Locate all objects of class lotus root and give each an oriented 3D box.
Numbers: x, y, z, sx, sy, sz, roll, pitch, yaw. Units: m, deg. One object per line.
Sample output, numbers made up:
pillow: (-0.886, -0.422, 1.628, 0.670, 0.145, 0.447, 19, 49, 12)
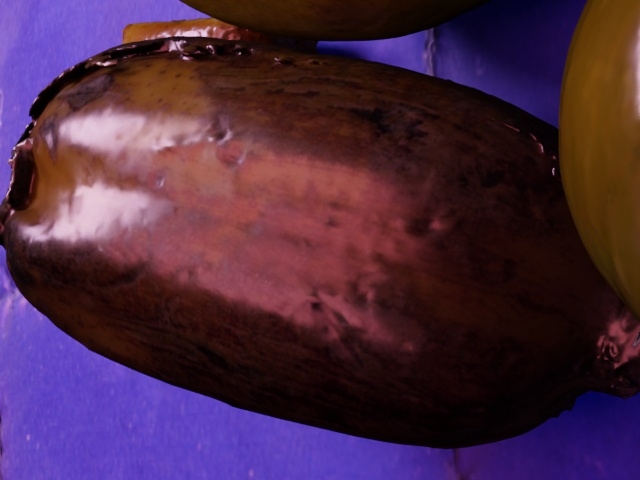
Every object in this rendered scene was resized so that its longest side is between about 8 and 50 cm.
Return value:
lotus root: (0.000, 0.000, 0.913, 0.397, 0.179, 0.196, 15, 104, 25)

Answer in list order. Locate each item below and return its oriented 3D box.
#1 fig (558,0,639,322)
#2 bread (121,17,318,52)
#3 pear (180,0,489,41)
fig: (0.251, -0.051, 0.608, 0.316, 0.316, 0.316, -2, 88, 49)
bread: (-0.062, -0.053, 1.088, 0.132, 0.103, 0.172, 4, 93, 42)
pear: (-0.004, -0.240, 0.926, 0.321, 0.269, 0.269, 34, 115, 33)
